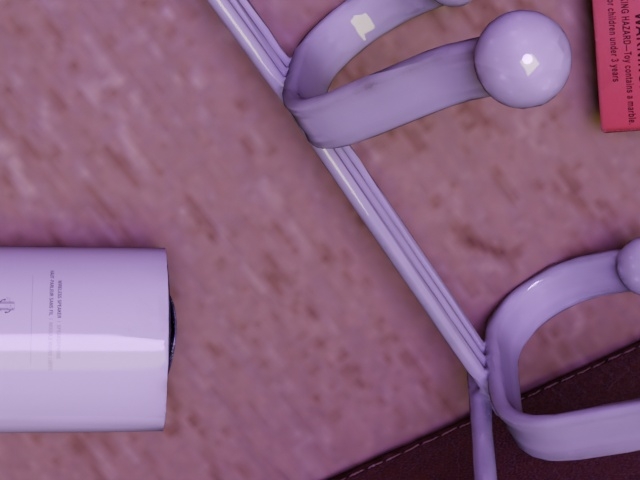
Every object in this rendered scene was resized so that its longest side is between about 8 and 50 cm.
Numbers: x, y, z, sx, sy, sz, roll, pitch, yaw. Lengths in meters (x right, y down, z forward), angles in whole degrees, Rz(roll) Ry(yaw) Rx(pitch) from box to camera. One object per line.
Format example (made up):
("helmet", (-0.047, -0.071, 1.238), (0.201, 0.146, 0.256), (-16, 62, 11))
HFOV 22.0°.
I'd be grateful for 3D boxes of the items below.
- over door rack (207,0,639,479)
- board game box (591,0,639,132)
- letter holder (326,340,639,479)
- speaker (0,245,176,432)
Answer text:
("over door rack", (0.000, 0.000, 0.341), (0.108, 0.324, 0.239), (-28, 108, 27))
("board game box", (0.138, -0.172, 0.440), (0.145, 0.027, 0.281), (-3, 107, 14))
("letter holder", (0.050, 0.166, 0.447), (0.302, 0.214, 0.152), (-24, 107, -1))
("speaker", (-0.110, 0.028, 0.470), (0.136, 0.055, 0.055), (0, 105, -8))
